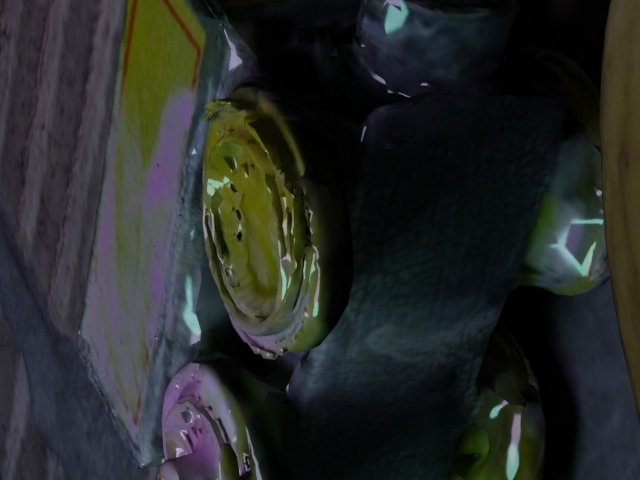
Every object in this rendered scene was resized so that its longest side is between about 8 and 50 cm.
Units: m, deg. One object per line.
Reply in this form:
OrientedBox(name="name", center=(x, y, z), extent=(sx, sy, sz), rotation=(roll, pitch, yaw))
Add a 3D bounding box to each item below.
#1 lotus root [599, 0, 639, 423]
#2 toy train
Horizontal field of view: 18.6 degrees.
OrientedBox(name="lotus root", center=(0.150, 0.041, 0.357), extent=(0.183, 0.183, 0.310), rotation=(4, 109, 63))
OrientedBox(name="toy train", center=(0.000, 0.000, 0.660), extent=(0.177, 0.134, 0.261), rotation=(56, 145, 39))
